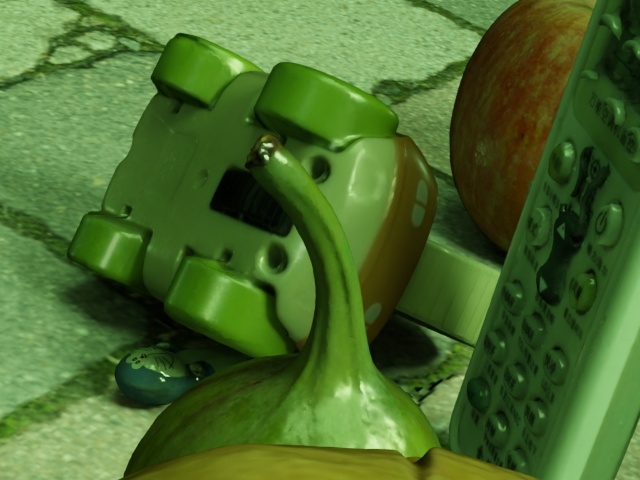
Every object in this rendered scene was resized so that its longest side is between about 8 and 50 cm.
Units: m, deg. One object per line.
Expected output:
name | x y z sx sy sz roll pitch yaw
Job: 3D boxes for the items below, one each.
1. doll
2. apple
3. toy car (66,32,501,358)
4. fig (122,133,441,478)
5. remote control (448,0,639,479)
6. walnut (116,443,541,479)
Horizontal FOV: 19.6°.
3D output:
doll | -0.052 0.069 0.983 0.125 0.027 0.037 -3 22 -36
apple | 0.177 -0.070 1.225 0.188 0.174 0.188 16 24 -7
toy car | 0.000 0.000 1.037 0.235 0.145 0.235 25 -2 1
fig | -0.009 0.068 0.759 0.149 0.245 0.149 5 24 -2
remote control | 0.144 -0.003 0.879 0.065 0.335 0.128 9 26 -17
walnut | 0.028 0.167 0.630 0.298 0.203 0.203 15 24 -18
